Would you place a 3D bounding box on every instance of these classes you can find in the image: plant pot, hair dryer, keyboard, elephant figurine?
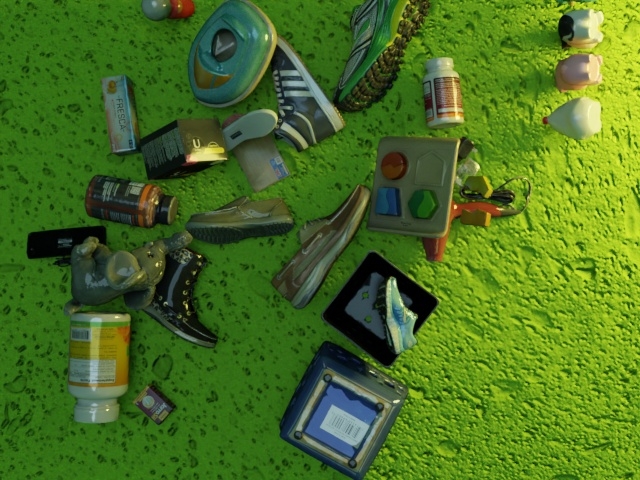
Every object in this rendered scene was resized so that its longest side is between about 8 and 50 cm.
[{"bbox_3d":[0.050,0.381,1.740,0.236,0.212,0.235,29,89,4],"label":"plant pot"},{"bbox_3d":[0.327,-0.073,1.806,0.224,0.080,0.293,39,91,3],"label":"hair dryer"},{"bbox_3d":[-0.606,0.021,1.890,0.192,0.038,0.100,-5,64,4],"label":"keyboard"},{"bbox_3d":[-0.427,0.071,1.763,0.240,0.169,0.185,5,101,15],"label":"elephant figurine"},{"bbox_3d":[0.131,0.151,1.766,0.187,0.167,0.188,37,89,4],"label":"plant pot"}]

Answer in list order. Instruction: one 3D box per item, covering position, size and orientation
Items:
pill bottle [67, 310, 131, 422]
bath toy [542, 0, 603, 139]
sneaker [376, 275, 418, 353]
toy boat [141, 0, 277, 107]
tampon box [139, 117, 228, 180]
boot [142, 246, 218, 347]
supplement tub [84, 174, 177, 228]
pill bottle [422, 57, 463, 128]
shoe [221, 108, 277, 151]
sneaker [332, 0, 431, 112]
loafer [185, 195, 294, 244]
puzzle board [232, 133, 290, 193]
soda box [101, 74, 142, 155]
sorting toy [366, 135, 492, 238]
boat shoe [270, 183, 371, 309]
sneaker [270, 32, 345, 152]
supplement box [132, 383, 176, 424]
[{"bbox_3d":[-0.509,0.287,1.815,0.137,0.136,0.245,2,88,4],"label":"pill bottle"},{"bbox_3d":[0.570,-0.398,1.782,0.129,0.151,0.348,3,91,42],"label":"bath toy"},{"bbox_3d":[0.165,0.153,1.660,0.073,0.063,0.162,-11,92,-15],"label":"sneaker"},{"bbox_3d":[-0.265,-0.457,1.801,0.318,0.148,0.267,42,119,14],"label":"toy boat"},{"bbox_3d":[-0.311,-0.206,1.794,0.161,0.121,0.101,-15,87,45],"label":"tampon box"},{"bbox_3d":[-0.305,0.124,1.829,0.236,0.085,0.178,32,90,11],"label":"boot"},{"bbox_3d":[-0.438,-0.086,1.840,0.198,0.106,0.106,12,89,4],"label":"supplement tub"},{"bbox_3d":[0.280,-0.338,1.815,0.086,0.086,0.151,-5,88,3],"label":"pill bottle"},{"bbox_3d":[-0.169,-0.270,1.814,0.178,0.081,0.063,-23,123,29],"label":"shoe"},{"bbox_3d":[0.121,-0.454,1.825,0.146,0.134,0.343,30,93,27],"label":"sneaker"},{"bbox_3d":[-0.189,-0.052,1.842,0.251,0.094,0.087,-4,63,-6],"label":"loafer"},{"bbox_3d":[-0.142,-0.189,1.873,0.096,0.011,0.128,-28,87,1],"label":"puzzle board"},{"bbox_3d":[-0.471,-0.296,1.873,0.063,0.058,0.183,-8,88,3],"label":"soda box"},{"bbox_3d":[0.238,-0.121,1.751,0.307,0.041,0.228,8,86,39],"label":"sorting toy"},{"bbox_3d":[0.000,0.000,1.805,0.116,0.123,0.324,34,89,6],"label":"boat shoe"},{"bbox_3d":[-0.083,-0.337,1.831,0.153,0.099,0.282,-36,89,0],"label":"sneaker"},{"bbox_3d":[-0.388,0.383,1.850,0.083,0.043,0.055,40,89,3],"label":"supplement box"}]
